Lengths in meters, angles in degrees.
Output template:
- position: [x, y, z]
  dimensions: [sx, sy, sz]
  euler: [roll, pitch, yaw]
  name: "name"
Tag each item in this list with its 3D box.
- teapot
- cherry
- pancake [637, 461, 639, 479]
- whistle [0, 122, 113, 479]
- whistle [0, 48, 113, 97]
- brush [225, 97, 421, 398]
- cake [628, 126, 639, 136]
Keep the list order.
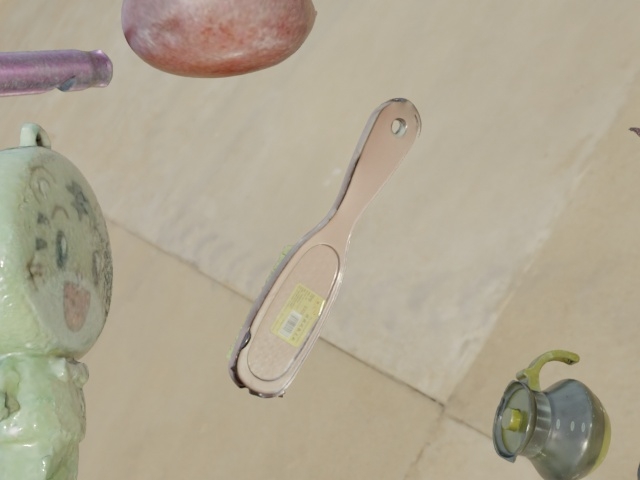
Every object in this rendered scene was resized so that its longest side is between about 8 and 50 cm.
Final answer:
- position: [0.281, 0.212, 1.172]
  dimensions: [0.130, 0.119, 0.165]
  euler: [130, 152, -61]
  name: "teapot"
- position: [-0.070, -0.155, 0.608]
  dimensions: [0.087, 0.126, 0.106]
  euler: [-72, -14, -51]
  name: "cherry"
- position: [0.317, 0.161, 0.524]
  dimensions: [0.294, 0.049, 0.294]
  euler: [-15, 66, 38]
  name: "pancake"
- position: [-0.159, 0.057, 0.524]
  dimensions: [0.067, 0.126, 0.258]
  euler: [-10, 74, 13]
  name: "whistle"
- position: [-0.221, -0.121, 0.697]
  dimensions: [0.033, 0.033, 0.176]
  euler: [-37, -11, 35]
  name: "whistle"
- position: [-0.002, -0.001, 0.909]
  dimensions: [0.067, 0.072, 0.313]
  euler: [23, 83, 58]
  name: "brush"
- position: [0.485, -0.075, 1.093]
  dimensions: [0.135, 0.112, 0.246]
  euler: [-43, 54, 21]
  name: "cake"
